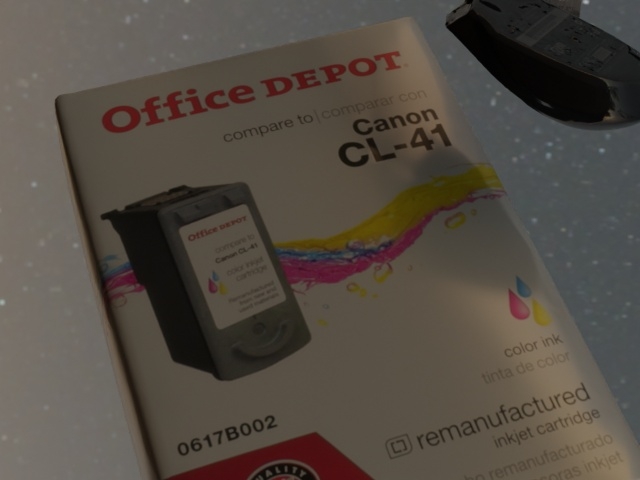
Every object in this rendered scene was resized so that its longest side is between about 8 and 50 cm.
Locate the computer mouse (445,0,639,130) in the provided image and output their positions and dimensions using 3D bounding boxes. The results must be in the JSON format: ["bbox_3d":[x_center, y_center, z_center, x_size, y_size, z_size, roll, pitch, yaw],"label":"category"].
[{"bbox_3d":[0.058,-0.117,0.585,0.242,0.071,0.041,32,-53,17],"label":"computer mouse"}]

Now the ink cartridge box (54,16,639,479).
[{"bbox_3d":[0.000,0.048,0.621,0.131,0.226,0.306,97,-25,-58],"label":"ink cartridge box"}]

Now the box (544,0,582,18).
[{"bbox_3d":[0.214,-0.274,1.075,0.231,0.056,0.183,-57,153,-73],"label":"box"}]
